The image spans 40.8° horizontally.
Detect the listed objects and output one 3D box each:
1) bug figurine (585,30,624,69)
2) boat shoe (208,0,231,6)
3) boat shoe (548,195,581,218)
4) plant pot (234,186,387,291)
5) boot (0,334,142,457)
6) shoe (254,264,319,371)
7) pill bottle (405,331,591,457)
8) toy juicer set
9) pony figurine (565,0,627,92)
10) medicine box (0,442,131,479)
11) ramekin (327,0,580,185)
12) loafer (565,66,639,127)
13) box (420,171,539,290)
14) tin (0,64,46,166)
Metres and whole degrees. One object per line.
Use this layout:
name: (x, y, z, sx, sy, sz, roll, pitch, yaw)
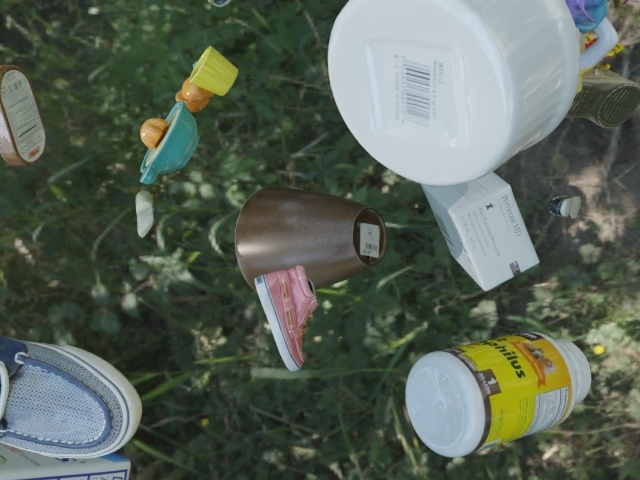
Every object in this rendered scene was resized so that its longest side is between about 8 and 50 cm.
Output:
bug figurine: (0.382, -0.376, 1.523, 0.279, 0.216, 0.072, 48, 144, 25)
boat shoe: (-0.151, -0.485, 1.347, 0.302, 0.113, 0.103, 107, 152, -70)
boat shoe: (0.492, -0.068, 1.733, 0.038, 0.125, 0.046, 15, 104, 30)
plant pot: (0.000, 0.000, 1.586, 0.230, 0.215, 0.215, -3, 91, 39)
boot: (-0.203, 0.086, 0.485, 0.190, 0.086, 0.069, 15, 96, 7)
shoe: (-0.036, 0.121, 1.333, 0.063, 0.081, 0.178, -105, -3, -64)
pill bottle: (0.212, 0.171, 0.995, 0.117, 0.215, 0.117, 12, 104, 53)
toy juicer set: (-0.266, -0.163, 1.440, 0.329, 0.089, 0.209, -64, 20, -10)
pony figurine: (0.324, -0.407, 1.184, 0.351, 0.303, 0.363, 41, 142, 7)
medicine box: (-0.341, 0.317, 0.766, 0.149, 0.289, 0.263, 6, 88, 44)
ramekin: (0.140, -0.197, 0.990, 0.277, 0.135, 0.277, 26, 136, 28)
loafer: (0.487, -0.273, 1.563, 0.092, 0.268, 0.102, 55, 127, 35)
box: (0.298, -0.035, 1.622, 0.181, 0.119, 0.182, 62, 179, -26)
tin: (-0.551, -0.224, 1.558, 0.040, 0.106, 0.189, 3, 120, 21)
